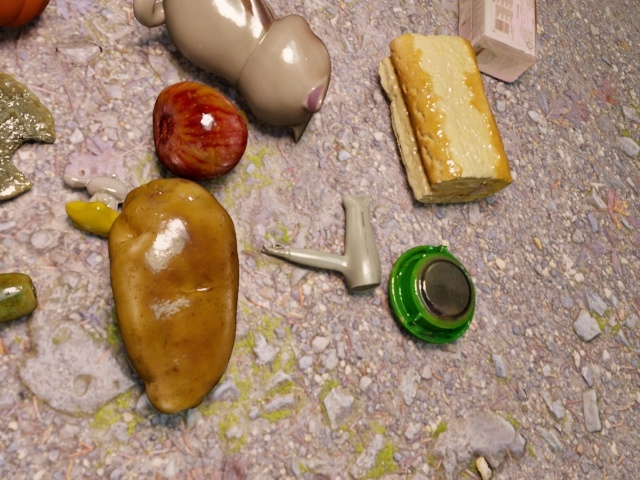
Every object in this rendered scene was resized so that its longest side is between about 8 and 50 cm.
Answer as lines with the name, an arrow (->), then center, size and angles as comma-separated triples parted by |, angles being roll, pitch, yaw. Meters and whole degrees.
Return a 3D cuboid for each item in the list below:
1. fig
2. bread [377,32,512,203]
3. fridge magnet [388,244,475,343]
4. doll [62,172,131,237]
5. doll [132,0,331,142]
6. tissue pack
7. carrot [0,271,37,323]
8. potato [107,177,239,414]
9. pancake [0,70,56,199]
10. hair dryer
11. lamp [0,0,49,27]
fig -> -0.193, -0.190, 0.867 | 0.207, 0.175, 0.174 | 5, 69, -50
bread -> 0.288, -0.280, 1.090 | 0.237, 0.165, 0.375 | -7, 75, -28
fridge magnet -> 0.236, 0.108, 0.984 | 0.208, 0.088, 0.207 | 7, 71, -22
doll -> -0.369, -0.071, 0.795 | 0.135, 0.071, 0.113 | 37, 55, -4
doll -> -0.134, -0.382, 0.913 | 0.371, 0.215, 0.225 | 34, 68, -12
tissue pack -> 0.479, -0.573, 1.290 | 0.185, 0.124, 0.225 | 15, 68, -19
carrot -> -0.585, 0.104, 0.638 | 0.359, 0.074, 0.074 | -9, 77, -25
potato -> -0.221, 0.078, 0.752 | 0.177, 0.195, 0.368 | -8, 84, 8
pancake -> -0.562, -0.174, 0.757 | 0.254, 0.037, 0.253 | 8, 69, -21
hair dryer -> 0.000, 0.000, 0.943 | 0.237, 0.075, 0.206 | 1, 66, -15
lamp -> -0.552, -0.433, 0.755 | 0.223, 0.196, 0.223 | 17, 29, -10
